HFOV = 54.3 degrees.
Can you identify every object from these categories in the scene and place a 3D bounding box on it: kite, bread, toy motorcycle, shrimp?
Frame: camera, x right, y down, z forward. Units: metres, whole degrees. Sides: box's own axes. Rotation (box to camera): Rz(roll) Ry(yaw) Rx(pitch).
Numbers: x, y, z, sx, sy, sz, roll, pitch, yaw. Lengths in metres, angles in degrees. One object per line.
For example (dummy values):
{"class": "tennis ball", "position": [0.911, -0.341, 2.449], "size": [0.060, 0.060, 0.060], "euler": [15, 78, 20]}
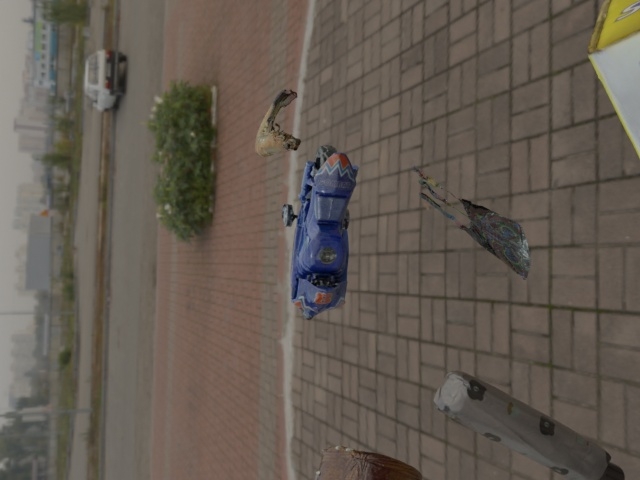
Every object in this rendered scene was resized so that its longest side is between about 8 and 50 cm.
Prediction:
{"class": "kite", "position": [0.257, -0.041, 1.099], "size": [0.285, 0.015, 0.152], "euler": [44, 166, 41]}
{"class": "bread", "position": [0.070, 0.365, 0.921], "size": [0.160, 0.161, 0.073], "euler": [129, 161, -54]}
{"class": "toy motorcycle", "position": [0.000, 0.000, 0.675], "size": [0.114, 0.076, 0.204], "euler": [-122, 38, -71]}
{"class": "shrimp", "position": [-0.046, -0.139, 0.755], "size": [0.127, 0.025, 0.090], "euler": [32, 99, 59]}

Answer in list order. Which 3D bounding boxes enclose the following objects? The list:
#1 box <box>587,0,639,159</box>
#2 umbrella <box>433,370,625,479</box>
{"class": "box", "position": [0.286, -0.090, 0.282], "size": [0.265, 0.168, 0.097], "euler": [-20, 26, 41]}
{"class": "umbrella", "position": [0.318, 0.290, 0.927], "size": [0.073, 0.338, 0.067], "euler": [-59, 14, 8]}
